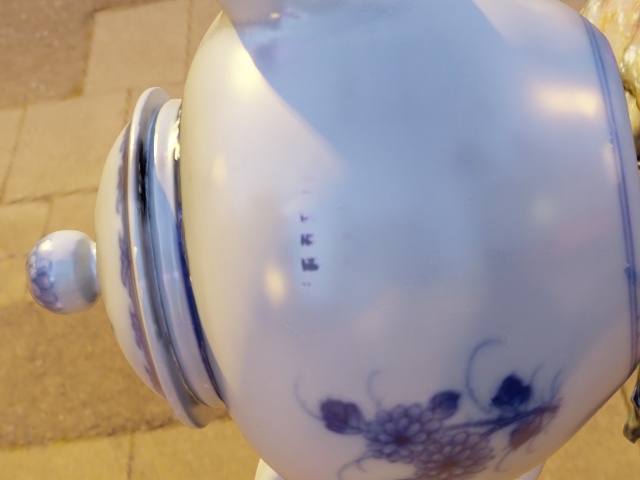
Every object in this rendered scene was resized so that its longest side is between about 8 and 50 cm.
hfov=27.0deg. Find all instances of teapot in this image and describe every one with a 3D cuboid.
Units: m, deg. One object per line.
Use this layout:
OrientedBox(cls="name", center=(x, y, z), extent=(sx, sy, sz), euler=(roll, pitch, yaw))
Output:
OrientedBox(cls="teapot", center=(0.000, 0.000, 0.610), extent=(0.280, 0.424, 0.252), euler=(-8, 33, 7))

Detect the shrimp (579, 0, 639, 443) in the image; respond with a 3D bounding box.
OrientedBox(cls="shrimp", center=(0.194, 0.000, 0.834), extent=(0.071, 0.365, 0.233), euler=(12, -16, -32))
